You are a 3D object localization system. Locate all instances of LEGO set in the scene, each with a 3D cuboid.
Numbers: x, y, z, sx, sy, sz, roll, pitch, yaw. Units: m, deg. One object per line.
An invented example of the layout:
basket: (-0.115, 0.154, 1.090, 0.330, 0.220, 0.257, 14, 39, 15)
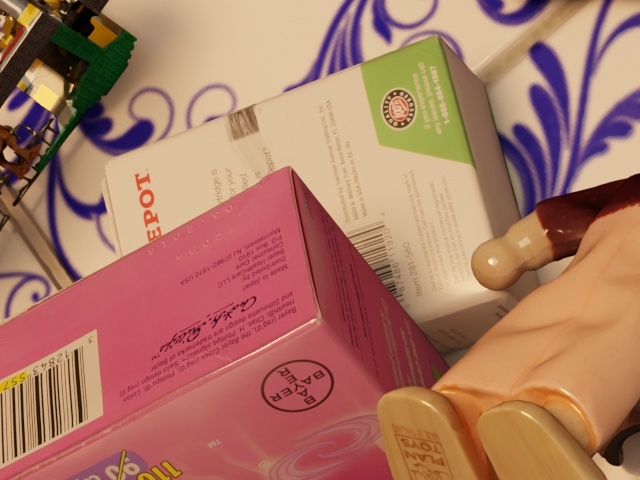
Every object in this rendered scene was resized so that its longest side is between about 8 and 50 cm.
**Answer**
LEGO set: (-0.284, -0.081, 1.168, 0.192, 0.255, 0.331, 37, 100, 9)

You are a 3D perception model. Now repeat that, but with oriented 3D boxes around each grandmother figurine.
grandmother figurine: (0.166, 0.012, 0.956, 0.208, 0.104, 0.342, 13, 40, 40)

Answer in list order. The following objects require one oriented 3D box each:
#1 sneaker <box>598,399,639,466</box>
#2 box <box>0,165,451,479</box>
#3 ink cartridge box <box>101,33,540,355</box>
sneaker: (0.206, 0.067, 1.046, 0.158, 0.061, 0.065, -33, 94, 13)
box: (-0.039, 0.119, 1.009, 0.213, 0.243, 0.117, -27, 41, 14)
ink cartridge box: (0.000, 0.000, 1.117, 0.219, 0.092, 0.160, -19, 70, 17)
